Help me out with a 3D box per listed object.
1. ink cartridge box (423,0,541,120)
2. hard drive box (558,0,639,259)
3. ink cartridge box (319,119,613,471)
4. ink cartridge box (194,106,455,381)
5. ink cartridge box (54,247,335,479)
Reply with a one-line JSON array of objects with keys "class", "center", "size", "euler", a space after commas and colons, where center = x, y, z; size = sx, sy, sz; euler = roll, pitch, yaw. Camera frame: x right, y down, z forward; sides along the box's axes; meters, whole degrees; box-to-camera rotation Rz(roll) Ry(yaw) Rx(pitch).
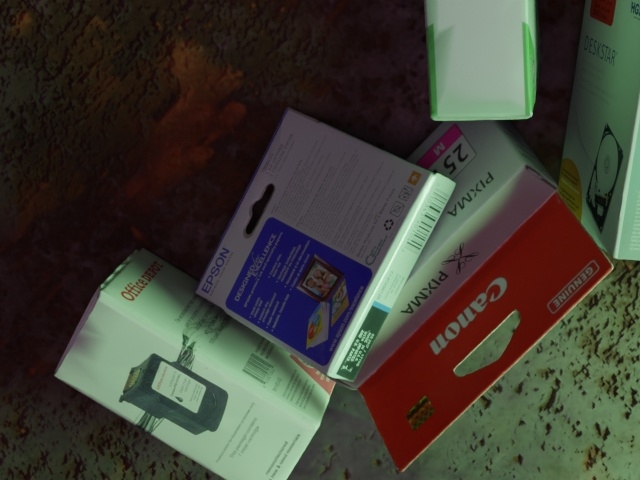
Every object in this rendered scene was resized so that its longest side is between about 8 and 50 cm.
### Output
[{"class": "ink cartridge box", "center": [0.144, -0.198, 1.539], "size": [0.093, 0.212, 0.154], "euler": [-2, 104, 11]}, {"class": "hard drive box", "center": [0.288, -0.115, 1.548], "size": [0.089, 0.181, 0.232], "euler": [4, 104, -10]}, {"class": "ink cartridge box", "center": [0.105, 0.035, 1.594], "size": [0.060, 0.239, 0.275], "euler": [33, 109, -36]}, {"class": "ink cartridge box", "center": [0.000, 0.000, 1.630], "size": [0.208, 0.045, 0.206], "euler": [28, 92, 43]}, {"class": "ink cartridge box", "center": [-0.113, 0.124, 1.670], "size": [0.237, 0.172, 0.100], "euler": [31, 106, -1]}]
